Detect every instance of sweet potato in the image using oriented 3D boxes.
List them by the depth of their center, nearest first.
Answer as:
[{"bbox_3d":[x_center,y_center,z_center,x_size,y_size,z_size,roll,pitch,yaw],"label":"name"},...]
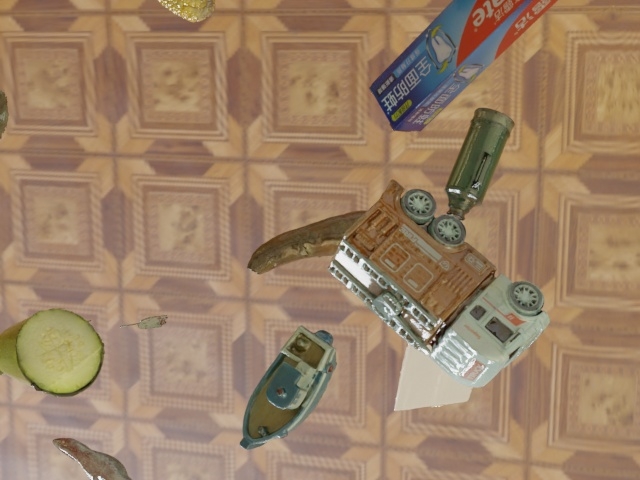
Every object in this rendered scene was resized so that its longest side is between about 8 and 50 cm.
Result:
[{"bbox_3d":[0.000,0.000,1.815,0.273,0.075,0.075,-15,100,-18],"label":"sweet potato"}]

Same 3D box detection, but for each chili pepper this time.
[{"bbox_3d":[-0.275,0.292,1.317,0.153,0.041,0.050,40,137,10],"label":"chili pepper"}]

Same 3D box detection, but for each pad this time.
[{"bbox_3d":[0.218,0.217,1.862,0.156,0.004,0.232,-4,126,-18],"label":"pad"}]

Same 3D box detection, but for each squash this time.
[{"bbox_3d":[-0.458,0.164,1.645,0.287,0.137,0.137,2,106,54],"label":"squash"}]

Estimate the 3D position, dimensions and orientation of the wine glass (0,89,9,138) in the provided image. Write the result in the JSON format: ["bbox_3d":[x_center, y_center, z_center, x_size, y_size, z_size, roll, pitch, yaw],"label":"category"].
[{"bbox_3d":[-0.547,-0.167,1.375,0.262,0.074,0.074,1,103,8],"label":"wine glass"}]

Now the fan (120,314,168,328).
[{"bbox_3d":[-0.304,0.143,1.786,0.056,0.083,0.004,124,134,-58],"label":"fan"}]

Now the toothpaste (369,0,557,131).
[{"bbox_3d":[0.193,-0.262,1.292,0.320,0.066,0.076,-44,64,36],"label":"toothpaste"}]

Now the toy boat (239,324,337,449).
[{"bbox_3d":[-0.057,0.225,1.581,0.088,0.102,0.215,32,88,24],"label":"toy boat"}]

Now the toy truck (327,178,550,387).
[{"bbox_3d":[0.164,0.073,1.490,0.305,0.162,0.136,42,147,11],"label":"toy truck"}]

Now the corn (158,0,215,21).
[{"bbox_3d":[-0.279,-0.472,1.692,0.292,0.101,0.101,47,110,6],"label":"corn"}]

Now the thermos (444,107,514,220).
[{"bbox_3d":[0.264,-0.123,1.738,0.083,0.073,0.188,13,76,43],"label":"thermos"}]
